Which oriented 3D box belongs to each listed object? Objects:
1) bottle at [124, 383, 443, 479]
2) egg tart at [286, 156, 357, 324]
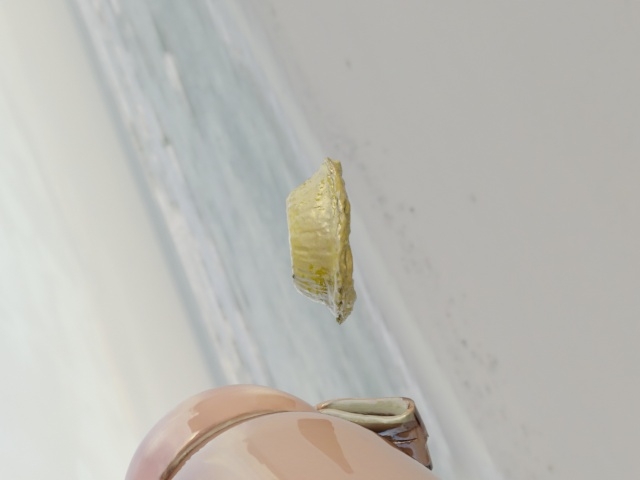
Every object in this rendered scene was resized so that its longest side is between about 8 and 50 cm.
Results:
[{"bbox_3d":[0.011,0.175,0.746,0.297,0.206,0.173,27,137,62],"label":"bottle"},{"bbox_3d":[0.000,0.000,0.878,0.105,0.039,0.105,175,90,-90],"label":"egg tart"}]
